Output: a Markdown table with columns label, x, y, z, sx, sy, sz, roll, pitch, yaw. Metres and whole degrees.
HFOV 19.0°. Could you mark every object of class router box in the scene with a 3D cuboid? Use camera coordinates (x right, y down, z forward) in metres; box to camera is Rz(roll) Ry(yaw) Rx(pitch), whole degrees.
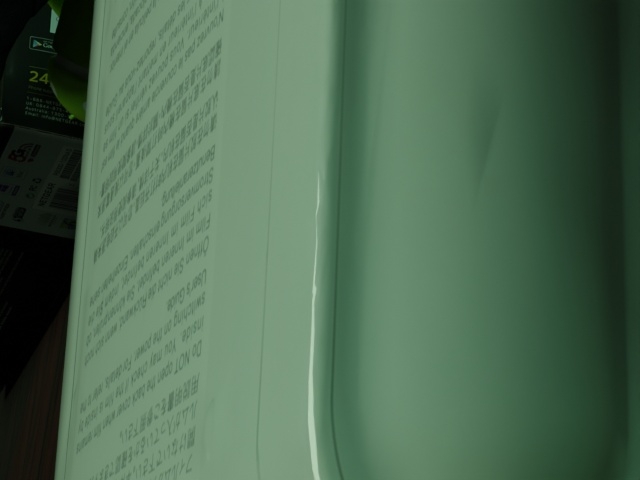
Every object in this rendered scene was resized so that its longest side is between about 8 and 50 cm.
| label | x | y | z | sx | sy | sz | roll | pitch | yaw |
| --- | --- | --- | --- | --- | --- | --- | --- | --- | --- |
| router box | -0.182 | -0.081 | 1.125 | 0.309 | 0.081 | 0.243 | 128 | 147 | -52 |

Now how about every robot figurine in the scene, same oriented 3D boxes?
| label | x | y | z | sx | sy | sz | roll | pitch | yaw |
| --- | --- | --- | --- | --- | --- | --- | --- | --- | --- |
| robot figurine | -0.090 | -0.103 | 0.906 | 0.101 | 0.067 | 0.115 | 29 | 109 | 38 |

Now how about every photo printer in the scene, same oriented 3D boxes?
| label | x | y | z | sx | sy | sz | roll | pitch | yaw |
| --- | --- | --- | --- | --- | --- | --- | --- | --- | --- |
| photo printer | 0.000 | 0.000 | 0.547 | 0.256 | 0.107 | 0.307 | 139 | 137 | -60 |

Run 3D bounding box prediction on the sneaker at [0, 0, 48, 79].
| label | x | y | z | sx | sy | sz | roll | pitch | yaw |
| --- | --- | --- | --- | --- | --- | --- | --- | --- | --- |
| sneaker | -0.076 | -0.197 | 0.800 | 0.131 | 0.148 | 0.350 | -108 | 34 | -43 |
